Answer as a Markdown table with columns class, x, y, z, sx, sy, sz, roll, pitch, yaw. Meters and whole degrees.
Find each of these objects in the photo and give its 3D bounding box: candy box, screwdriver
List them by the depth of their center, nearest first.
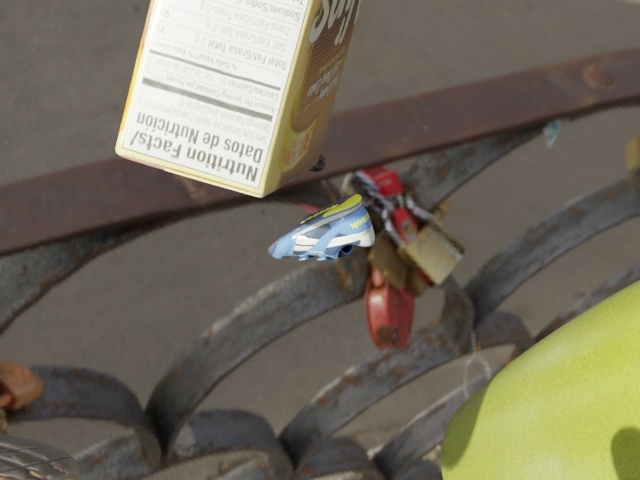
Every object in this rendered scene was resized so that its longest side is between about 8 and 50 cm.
| class | x | y | z | sx | sy | sz | roll | pitch | yaw |
| --- | --- | --- | --- | --- | --- | --- | --- | --- | --- |
| candy box | -0.012 | -0.193 | 0.582 | 0.088 | 0.316 | 0.183 | 16 | 11 | 6 |
| screwdriver | -0.054 | -0.091 | 1.014 | 0.170 | 0.025 | 0.024 | 13 | 86 | -46 |

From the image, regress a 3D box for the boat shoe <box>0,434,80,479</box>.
| class | x | y | z | sx | sy | sz | roll | pitch | yaw |
| --- | --- | --- | --- | --- | --- | --- | --- | --- | --- |
| boat shoe | -0.344 | 0.254 | 0.864 | 0.123 | 0.116 | 0.324 | 23 | 25 | 37 |

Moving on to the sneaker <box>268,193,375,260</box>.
| class | x | y | z | sx | sy | sz | roll | pitch | yaw |
| --- | --- | --- | --- | --- | --- | --- | --- | --- | --- |
| sneaker | 0.000 | 0.000 | 1.161 | 0.059 | 0.144 | 0.053 | 56 | 43 | -12 |

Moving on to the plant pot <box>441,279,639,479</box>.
| class | x | y | z | sx | sy | sz | roll | pitch | yaw |
| --- | --- | --- | --- | --- | --- | --- | --- | --- | --- |
| plant pot | 0.248 | 0.169 | 0.862 | 0.275 | 0.293 | 0.274 | 14 | 66 | -34 |
